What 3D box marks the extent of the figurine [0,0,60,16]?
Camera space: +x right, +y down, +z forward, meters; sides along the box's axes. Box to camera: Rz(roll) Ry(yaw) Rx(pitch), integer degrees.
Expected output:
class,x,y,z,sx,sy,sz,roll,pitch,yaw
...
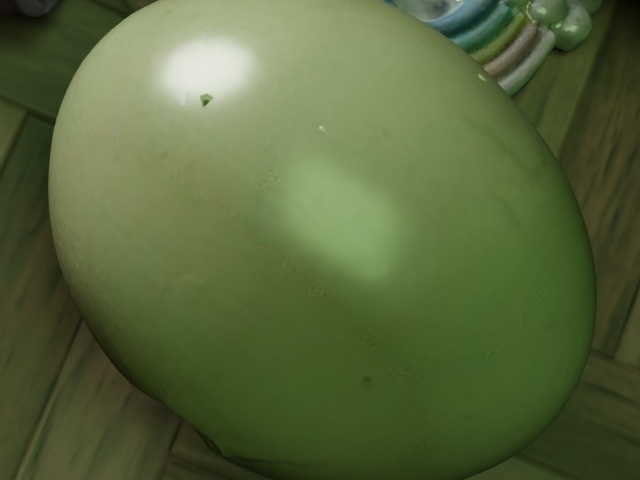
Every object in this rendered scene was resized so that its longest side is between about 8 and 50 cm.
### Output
class,x,y,z,sx,sy,sz,roll,pitch,yaw
figurine,-0.187,-0.171,0.884,0.157,0.126,0.114,14,37,-9

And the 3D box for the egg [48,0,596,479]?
class,x,y,z,sx,sy,sz,roll,pitch,yaw
egg,0.000,0.000,0.839,0.269,0.219,0.219,45,77,-1

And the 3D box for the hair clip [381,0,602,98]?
class,x,y,z,sx,sy,sz,roll,pitch,yaw
hair clip,0.032,-0.134,0.953,0.220,0.054,0.140,32,67,-8
